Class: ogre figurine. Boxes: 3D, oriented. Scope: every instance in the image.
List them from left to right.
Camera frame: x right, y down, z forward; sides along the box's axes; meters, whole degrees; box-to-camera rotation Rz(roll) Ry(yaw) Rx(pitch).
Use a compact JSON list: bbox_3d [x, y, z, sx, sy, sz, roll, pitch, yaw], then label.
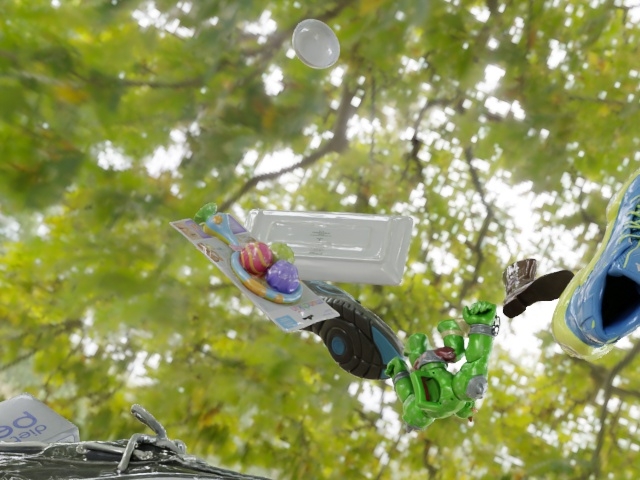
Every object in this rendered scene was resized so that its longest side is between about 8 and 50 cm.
[{"bbox_3d":[0.149,0.165,1.217,0.197,0.118,0.097,-22,-43,29],"label":"ogre figurine"}]

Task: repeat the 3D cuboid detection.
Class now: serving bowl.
[{"bbox_3d":[-0.011,-0.307,1.553,0.083,0.083,0.027,31,-31,-20],"label":"serving bowl"}]

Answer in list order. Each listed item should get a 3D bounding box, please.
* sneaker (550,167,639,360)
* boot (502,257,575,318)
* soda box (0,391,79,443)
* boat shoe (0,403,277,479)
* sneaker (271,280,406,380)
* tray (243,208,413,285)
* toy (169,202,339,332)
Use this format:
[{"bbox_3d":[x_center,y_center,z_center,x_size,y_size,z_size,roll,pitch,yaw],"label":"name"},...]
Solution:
[{"bbox_3d":[0.318,0.012,0.950,0.091,0.240,0.126,30,-6,1],"label":"sneaker"},{"bbox_3d":[0.279,0.046,1.267,0.037,0.106,0.114,56,23,-12],"label":"boot"},{"bbox_3d":[-0.349,0.232,0.834,0.286,0.091,0.098,-20,27,-40],"label":"soda box"},{"bbox_3d":[-0.132,0.188,0.720,0.306,0.105,0.113,-7,-52,18],"label":"boat shoe"},{"bbox_3d":[0.048,0.146,1.829,0.140,0.125,0.341,-6,27,-44],"label":"sneaker"},{"bbox_3d":[0.000,0.000,1.505,0.270,0.145,0.030,3,-43,13],"label":"tray"},{"bbox_3d":[-0.082,0.024,1.357,0.237,0.056,0.137,38,25,23],"label":"toy"}]
